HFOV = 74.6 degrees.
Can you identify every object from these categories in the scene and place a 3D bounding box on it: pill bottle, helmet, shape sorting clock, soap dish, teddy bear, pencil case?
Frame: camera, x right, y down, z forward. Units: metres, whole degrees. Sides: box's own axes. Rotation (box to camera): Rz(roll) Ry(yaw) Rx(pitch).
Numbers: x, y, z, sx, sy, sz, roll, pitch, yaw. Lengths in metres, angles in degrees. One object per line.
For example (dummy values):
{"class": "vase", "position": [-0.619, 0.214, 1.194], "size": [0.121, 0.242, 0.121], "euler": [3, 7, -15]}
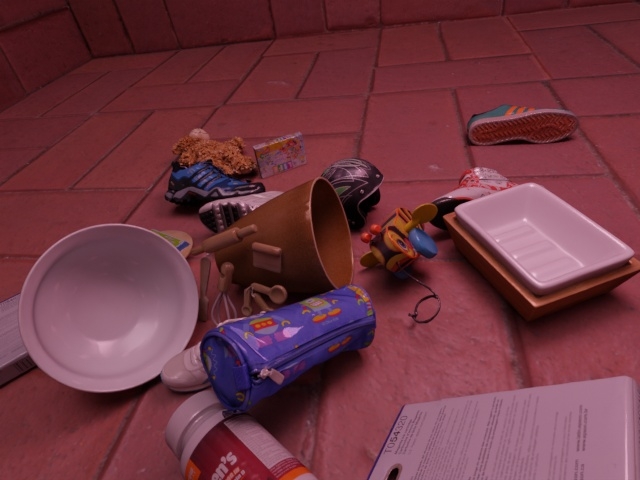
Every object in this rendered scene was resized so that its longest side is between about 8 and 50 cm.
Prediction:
{"class": "pill bottle", "position": [-0.115, 0.314, 0.585], "size": [0.221, 0.121, 0.121], "euler": [25, 51, 36]}
{"class": "helmet", "position": [0.074, -0.125, 1.046], "size": [0.169, 0.162, 0.170], "euler": [-6, 39, 5]}
{"class": "shape sorting clock", "position": [-0.421, 0.035, 1.053], "size": [0.206, 0.040, 0.206], "euler": [-9, 36, 6]}
{"class": "soap dish", "position": [0.419, 0.016, 0.837], "size": [0.228, 0.118, 0.291], "euler": [-17, 39, -10]}
{"class": "teddy bear", "position": [-0.352, -0.282, 1.371], "size": [0.244, 0.113, 0.338], "euler": [-19, 40, -15]}
{"class": "pencil case", "position": [-0.036, 0.160, 0.677], "size": [0.306, 0.120, 0.133], "euler": [-13, 11, -41]}

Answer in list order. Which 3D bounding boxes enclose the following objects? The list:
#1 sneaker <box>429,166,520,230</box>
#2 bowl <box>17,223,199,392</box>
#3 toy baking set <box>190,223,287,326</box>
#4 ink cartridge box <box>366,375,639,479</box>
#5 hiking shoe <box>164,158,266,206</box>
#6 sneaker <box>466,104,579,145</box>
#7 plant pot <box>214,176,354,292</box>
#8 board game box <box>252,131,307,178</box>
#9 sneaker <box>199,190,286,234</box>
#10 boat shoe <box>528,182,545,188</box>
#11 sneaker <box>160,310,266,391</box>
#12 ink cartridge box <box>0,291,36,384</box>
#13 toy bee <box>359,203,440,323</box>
{"class": "sneaker", "position": [0.351, -0.105, 1.011], "size": [0.269, 0.090, 0.145], "euler": [-9, 38, -14]}
{"class": "bowl", "position": [-0.396, 0.126, 0.799], "size": [0.298, 0.298, 0.134], "euler": [-43, 16, -34]}
{"class": "toy baking set", "position": [-0.175, 0.080, 0.815], "size": [0.256, 0.197, 0.030], "euler": [-14, 7, 26]}
{"class": "ink cartridge box", "position": [0.175, 0.305, 0.460], "size": [0.330, 0.071, 0.324], "euler": [-32, 8, 44]}
{"class": "hiking shoe", "position": [-0.298, -0.166, 1.176], "size": [0.303, 0.132, 0.113], "euler": [2, -4, 13]}
{"class": "sneaker", "position": [0.600, -0.363, 1.267], "size": [0.301, 0.108, 0.121], "euler": [0, 44, 15]}
{"class": "plant pot", "position": [-0.086, 0.010, 0.891], "size": [0.254, 0.237, 0.237], "euler": [-11, 37, 20]}
{"class": "board game box", "position": [-0.123, -0.264, 1.304], "size": [0.154, 0.104, 0.026], "euler": [-22, 41, -14]}
{"class": "sneaker", "position": [-0.164, -0.075, 1.094], "size": [0.291, 0.110, 0.118], "euler": [-3, 31, -5]}
{"class": "boat shoe", "position": [0.544, -0.120, 1.041], "size": [0.035, 0.035, 0.100], "euler": [-12, 39, -2]}
{"class": "sneaker", "position": [-0.182, 0.196, 0.767], "size": [0.228, 0.092, 0.087], "euler": [-20, 42, -11]}
{"class": "ink cartridge box", "position": [-0.690, 0.223, 0.878], "size": [0.223, 0.045, 0.224], "euler": [-32, 43, -25]}
{"class": "toy bee", "position": [0.161, 0.000, 0.852], "size": [0.195, 0.162, 0.298], "euler": [-50, 17, 8]}
